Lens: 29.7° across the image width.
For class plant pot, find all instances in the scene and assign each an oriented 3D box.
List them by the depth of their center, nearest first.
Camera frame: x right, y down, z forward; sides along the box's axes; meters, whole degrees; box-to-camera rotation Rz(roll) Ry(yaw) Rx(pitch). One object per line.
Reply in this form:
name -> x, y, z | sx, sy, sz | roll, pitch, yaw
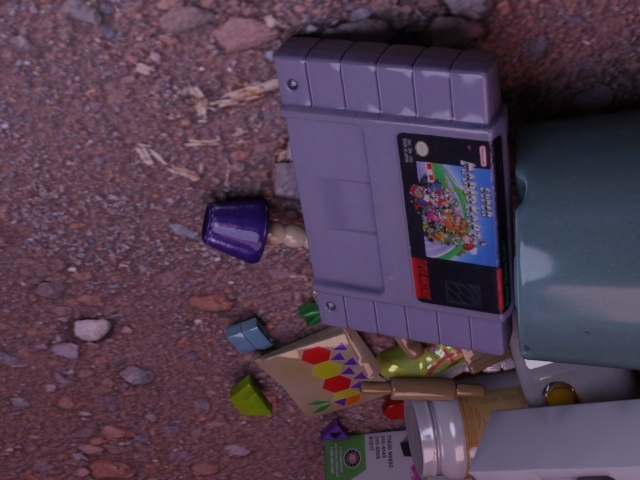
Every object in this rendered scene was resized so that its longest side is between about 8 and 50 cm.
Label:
plant pot -> 0.372, 0.000, 1.252 | 0.334, 0.341, 0.341 | -2, 142, 11

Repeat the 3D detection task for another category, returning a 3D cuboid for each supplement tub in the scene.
supplement tub -> 0.225, 0.251, 1.667 | 0.200, 0.144, 0.144 | -8, 142, -5

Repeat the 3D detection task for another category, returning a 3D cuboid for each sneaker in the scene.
sneaker -> 0.168, 0.129, 1.585 | 0.209, 0.081, 0.094 | -13, 120, -9

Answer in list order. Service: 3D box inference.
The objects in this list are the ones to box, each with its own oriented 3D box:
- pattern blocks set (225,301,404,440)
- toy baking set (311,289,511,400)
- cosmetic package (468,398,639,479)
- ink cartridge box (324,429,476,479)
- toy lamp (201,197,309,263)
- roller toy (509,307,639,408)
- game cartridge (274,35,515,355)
pattern blocks set -> 0.012, 0.184, 1.679 | 0.285, 0.026, 0.325 | -13, 139, 6
toy baking set -> 0.116, 0.111, 1.522 | 0.256, 0.030, 0.196 | -2, 103, -7
cosmetic package -> 0.397, 0.294, 1.339 | 0.284, 0.097, 0.377 | 42, 146, -26
ink cartridge box -> 0.152, 0.394, 1.817 | 0.278, 0.201, 0.117 | -6, 142, 5
toy lamp -> 0.000, 0.000, 1.412 | 0.275, 0.080, 0.080 | 8, 141, -13
roller toy -> 0.308, 0.130, 1.495 | 0.146, 0.209, 0.191 | -15, 180, 17
game cartridge -> 0.086, -0.038, 1.255 | 0.230, 0.068, 0.355 | 11, 131, 26
